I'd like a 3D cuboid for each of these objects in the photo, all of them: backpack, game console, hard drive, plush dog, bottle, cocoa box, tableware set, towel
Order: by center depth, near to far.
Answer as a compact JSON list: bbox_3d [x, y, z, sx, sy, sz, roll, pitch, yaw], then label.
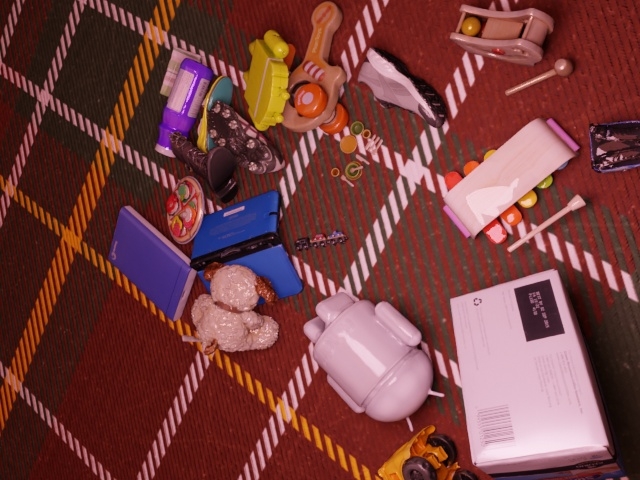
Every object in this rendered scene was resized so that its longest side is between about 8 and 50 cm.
[{"bbox_3d":[0.419,0.280,1.115,0.231,0.228,0.347,-19,49,24],"label":"cocoa box"},{"bbox_3d":[0.624,-0.195,1.172,0.114,0.084,0.105,-5,88,31],"label":"backpack"},{"bbox_3d":[0.084,-0.226,1.469,0.104,0.024,0.154,40,106,21],"label":"tableware set"},{"bbox_3d":[-0.238,0.171,1.495,0.262,0.210,0.226,17,101,13],"label":"plush dog"},{"bbox_3d":[-0.203,0.035,1.603,0.293,0.173,0.250,-17,51,24],"label":"game console"},{"bbox_3d":[-0.404,-0.385,1.654,0.092,0.118,0.283,24,102,-3],"label":"bottle"},{"bbox_3d":[-0.516,0.069,1.718,0.318,0.040,0.210,38,121,21],"label":"hard drive"},{"bbox_3d":[-0.427,-0.503,1.719,0.113,0.023,0.152,26,101,24],"label":"towel"}]

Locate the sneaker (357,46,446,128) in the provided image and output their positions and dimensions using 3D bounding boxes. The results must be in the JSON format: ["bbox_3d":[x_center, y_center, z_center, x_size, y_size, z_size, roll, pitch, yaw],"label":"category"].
[{"bbox_3d":[0.199,-0.358,1.384,0.271,0.100,0.108,48,122,22],"label":"sneaker"}]

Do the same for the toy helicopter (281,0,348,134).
[{"bbox_3d":[-0.029,-0.457,1.491,0.234,0.140,0.355,10,83,34],"label":"toy helicopter"}]

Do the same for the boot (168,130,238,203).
[{"bbox_3d":[-0.339,-0.226,1.565,0.229,0.263,0.091,41,69,14],"label":"boot"}]

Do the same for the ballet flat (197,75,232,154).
[{"bbox_3d":[-0.317,-0.364,1.641,0.077,0.077,0.231,20,100,42],"label":"ballet flat"}]

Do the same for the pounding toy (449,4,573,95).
[{"bbox_3d":[0.412,-0.414,1.240,0.269,0.154,0.155,23,99,25],"label":"pounding toy"}]

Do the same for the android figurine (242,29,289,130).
[{"bbox_3d":[-0.140,-0.407,1.468,0.273,0.056,0.248,60,141,44],"label":"android figurine"}]

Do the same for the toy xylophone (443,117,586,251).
[{"bbox_3d":[0.433,-0.114,1.266,0.322,0.081,0.236,-34,76,22],"label":"toy xylophone"}]

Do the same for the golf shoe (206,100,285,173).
[{"bbox_3d":[-0.212,-0.277,1.563,0.273,0.120,0.105,48,113,20],"label":"golf shoe"}]

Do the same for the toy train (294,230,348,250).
[{"bbox_3d":[0.000,0.000,1.506,0.158,0.027,0.036,-10,74,26],"label":"toy train"}]

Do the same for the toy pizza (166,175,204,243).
[{"bbox_3d":[-0.405,-0.090,1.662,0.201,0.032,0.201,-8,79,46],"label":"toy pizza"}]

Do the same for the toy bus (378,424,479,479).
[{"bbox_3d":[0.239,0.585,1.328,0.211,0.149,0.220,-46,74,32],"label":"toy bus"}]

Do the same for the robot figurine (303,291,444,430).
[{"bbox_3d":[0.122,0.283,1.347,0.353,0.199,0.300,42,126,20],"label":"robot figurine"}]
